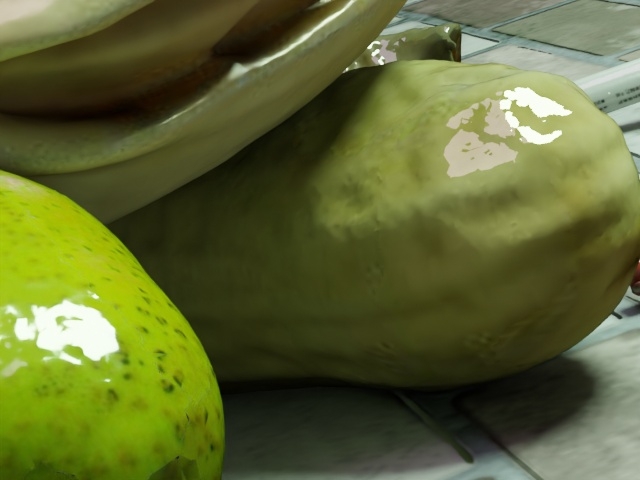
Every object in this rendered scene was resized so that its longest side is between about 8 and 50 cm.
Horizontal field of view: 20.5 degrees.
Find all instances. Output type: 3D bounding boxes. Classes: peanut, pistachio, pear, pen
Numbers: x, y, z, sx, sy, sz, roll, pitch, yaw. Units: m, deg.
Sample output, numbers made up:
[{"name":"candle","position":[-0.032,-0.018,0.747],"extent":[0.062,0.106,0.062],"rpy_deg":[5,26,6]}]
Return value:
[{"name":"peanut","position":[0.000,0.000,0.753],"extent":[0.319,0.147,0.147],"rpy_deg":[-9,16,41]},{"name":"pistachio","position":[-0.094,-0.104,0.659],"extent":[0.318,0.193,0.214],"rpy_deg":[-24,39,-20]},{"name":"pear","position":[-0.122,0.068,0.530],"extent":[0.220,0.187,0.187],"rpy_deg":[13,31,39]},{"name":"pen","position":[0.172,-0.088,1.019],"extent":[0.239,0.028,0.028],"rpy_deg":[-19,15,14]}]

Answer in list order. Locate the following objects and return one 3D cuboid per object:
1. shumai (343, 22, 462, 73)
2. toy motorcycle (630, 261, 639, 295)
[{"name":"shumai","position":[-0.006,-0.057,0.957],"extent":[0.176,0.166,0.206],"rpy_deg":[6,16,-4]},{"name":"toy motorcycle","position":[0.226,-0.039,0.641],"extent":[0.221,0.147,0.325],"rpy_deg":[-17,11,-4]}]
